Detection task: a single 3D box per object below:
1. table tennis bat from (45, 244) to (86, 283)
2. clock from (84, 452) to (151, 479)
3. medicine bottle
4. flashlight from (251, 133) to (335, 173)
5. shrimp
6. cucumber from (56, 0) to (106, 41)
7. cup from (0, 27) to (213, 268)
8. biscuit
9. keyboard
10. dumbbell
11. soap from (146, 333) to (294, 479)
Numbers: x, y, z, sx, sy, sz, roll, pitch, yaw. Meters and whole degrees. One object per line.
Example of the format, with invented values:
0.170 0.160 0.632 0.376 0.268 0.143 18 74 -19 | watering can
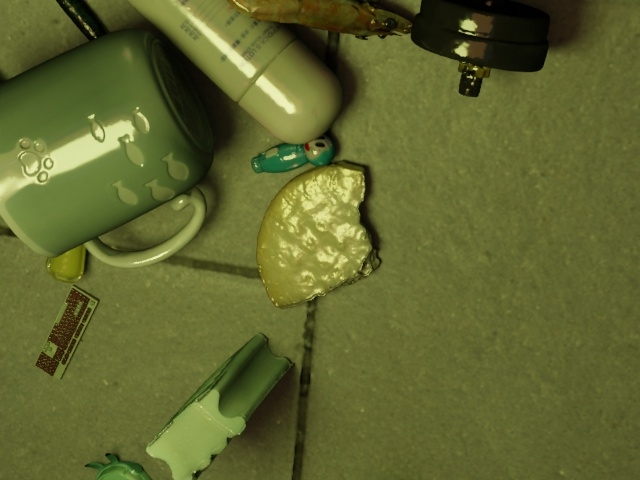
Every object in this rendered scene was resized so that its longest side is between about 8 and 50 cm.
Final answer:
-0.362 -0.109 1.920 0.224 0.054 0.368 15 106 7 | table tennis bat
-0.336 0.415 2.086 0.101 0.041 0.135 -29 99 20 | clock
-0.112 -0.275 1.759 0.341 0.130 0.130 42 112 -2 | medicine bottle
-0.040 -0.123 1.837 0.129 0.051 0.051 -15 104 23 | flashlight
-0.001 -0.368 1.729 0.296 0.058 0.169 11 78 -15 | shrimp
-0.354 -0.331 1.853 0.032 0.032 0.133 -35 98 21 | cucumber
-0.289 -0.111 1.777 0.274 0.259 0.356 -25 125 10 | cup
0.000 0.000 1.871 0.188 0.040 0.265 29 112 6 | biscuit
-0.414 0.153 2.032 0.055 0.017 0.166 30 112 2 | keyboard
0.232 -0.376 1.616 0.185 0.185 0.388 14 110 9 | dumbbell
-0.150 0.248 1.870 0.094 0.261 0.150 42 112 2 | soap
